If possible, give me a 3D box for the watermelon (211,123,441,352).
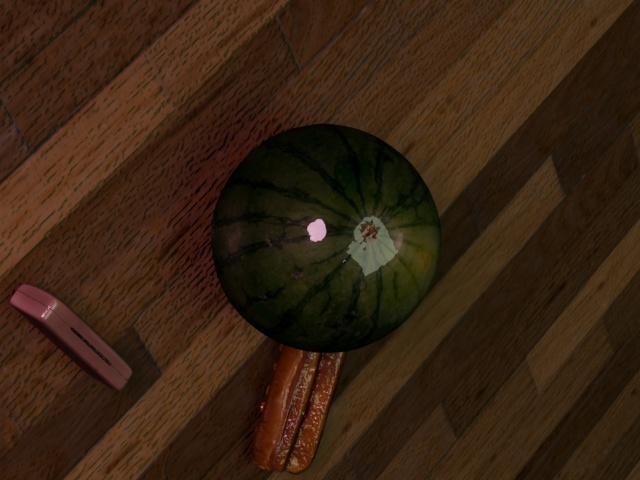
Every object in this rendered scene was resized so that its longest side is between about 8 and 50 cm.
[{"bbox_3d":[0.000,0.000,1.353,0.188,0.214,0.188,2,84,-20],"label":"watermelon"}]

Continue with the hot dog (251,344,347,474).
[{"bbox_3d":[-0.016,0.130,1.480,0.071,0.045,0.165,11,97,-47],"label":"hot dog"}]

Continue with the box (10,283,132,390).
[{"bbox_3d":[-0.189,0.073,1.265,0.025,0.048,0.115,-52,136,-13],"label":"box"}]
